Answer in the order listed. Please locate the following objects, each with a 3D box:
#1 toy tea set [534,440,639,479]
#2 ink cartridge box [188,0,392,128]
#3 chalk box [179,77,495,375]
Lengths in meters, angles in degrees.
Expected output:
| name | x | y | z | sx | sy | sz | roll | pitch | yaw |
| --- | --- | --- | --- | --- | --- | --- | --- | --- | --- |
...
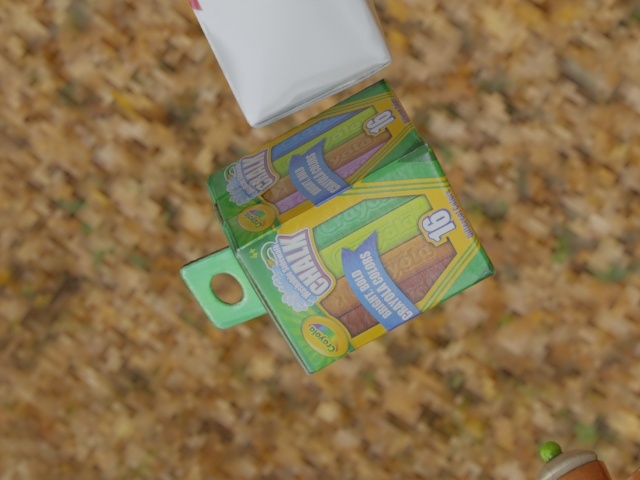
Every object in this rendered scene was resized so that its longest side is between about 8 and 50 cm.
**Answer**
| name | x | y | z | sx | sy | sz | roll | pitch | yaw |
| --- | --- | --- | --- | --- | --- | --- | --- | --- | --- |
| toy tea set | 0.323 | 0.168 | 1.775 | 0.200 | 0.336 | 0.124 | -52 | 59 | 38 |
| ink cartridge box | -0.048 | -0.240 | 1.623 | 0.226 | 0.131 | 0.306 | 63 | -174 | -14 |
| chalk box | 0.000 | 0.000 | 1.512 | 0.132 | 0.213 | 0.132 | 58 | -177 | -31 |
